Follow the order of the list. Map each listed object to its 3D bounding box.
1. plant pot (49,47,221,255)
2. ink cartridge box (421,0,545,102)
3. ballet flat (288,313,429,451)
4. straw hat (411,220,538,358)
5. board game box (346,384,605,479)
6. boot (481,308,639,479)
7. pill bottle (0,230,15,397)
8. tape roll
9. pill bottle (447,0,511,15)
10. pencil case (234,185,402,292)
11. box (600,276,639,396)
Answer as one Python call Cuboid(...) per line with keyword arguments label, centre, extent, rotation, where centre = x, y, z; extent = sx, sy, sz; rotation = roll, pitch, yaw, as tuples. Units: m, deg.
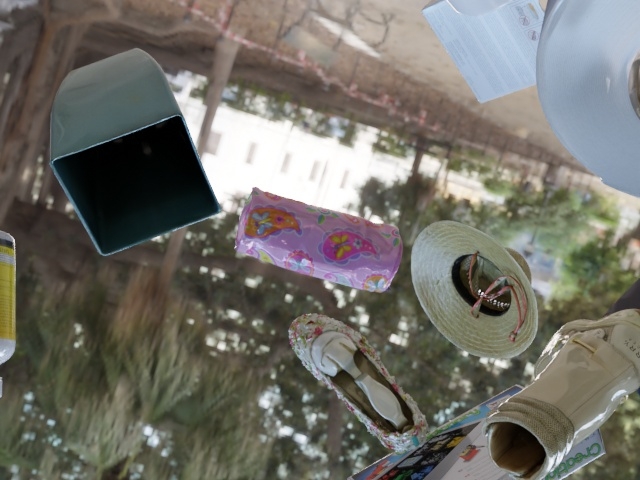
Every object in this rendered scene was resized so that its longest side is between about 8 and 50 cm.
Cuboid(label="plant pot", centre=(-0.253, -0.136, 1.247), extent=(0.165, 0.165, 0.234), rotation=(-21, -136, -3))
Cuboid(label="ink cartridge box", centre=(0.294, -0.324, 1.465), extent=(0.232, 0.066, 0.189), rotation=(-16, 118, 46))
Cuboid(label="ballet flat", centre=(0.052, 0.177, 1.256), extent=(0.241, 0.091, 0.077), rotation=(42, 170, 15))
Cuboid(label="straw hat", centre=(0.155, 0.035, 0.866), extent=(0.061, 0.145, 0.144), rotation=(-28, -144, -34))
Cuboid(label="board game box", centre=(0.208, 0.310, 1.312), extent=(0.305, 0.053, 0.193), rotation=(-25, -164, -16))
Cuboid(label="boot", centre=(0.258, 0.181, 1.065), extent=(0.095, 0.203, 0.262), rotation=(52, 162, 4))
Cuboid(label="pill bottle", centre=(-0.392, 0.083, 1.059), extent=(0.103, 0.184, 0.103), rotation=(-4, 168, -1))
Cuboid(label="tape roll", centre=(0.397, -0.167, 0.888), extent=(0.391, 0.072, 0.392), rotation=(12, 145, 9))
Cuboid(label="pill bottle", centre=(0.131, -0.397, 1.075), extent=(0.283, 0.160, 0.160), rotation=(42, 171, -37))
Cuboid(label="pencil case", centre=(0.000, 0.000, 1.616), extent=(0.284, 0.124, 0.124), rotation=(15, -173, -7))
Cuboid(label="box", centre=(0.575, 0.195, 1.118), extent=(0.395, 0.212, 0.293), rotation=(33, -158, -16))
